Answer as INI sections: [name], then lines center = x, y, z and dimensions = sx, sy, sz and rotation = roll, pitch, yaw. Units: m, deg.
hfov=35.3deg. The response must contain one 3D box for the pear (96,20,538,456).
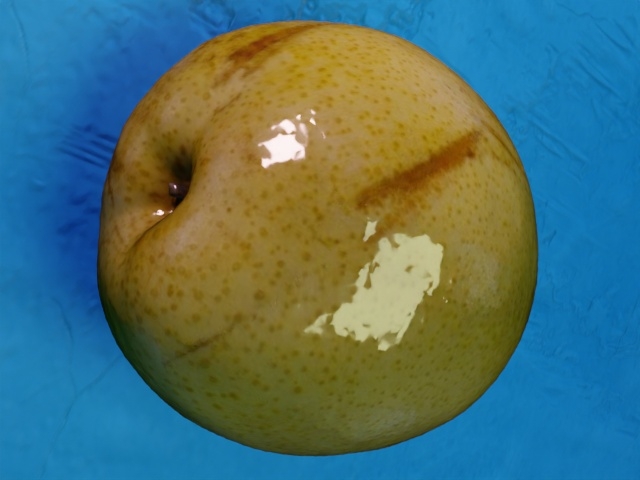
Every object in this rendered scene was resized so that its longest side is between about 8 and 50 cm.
[pear]
center = 0.000, 0.000, 0.693
dimensions = 0.314, 0.314, 0.314
rotation = -23, 125, -38
